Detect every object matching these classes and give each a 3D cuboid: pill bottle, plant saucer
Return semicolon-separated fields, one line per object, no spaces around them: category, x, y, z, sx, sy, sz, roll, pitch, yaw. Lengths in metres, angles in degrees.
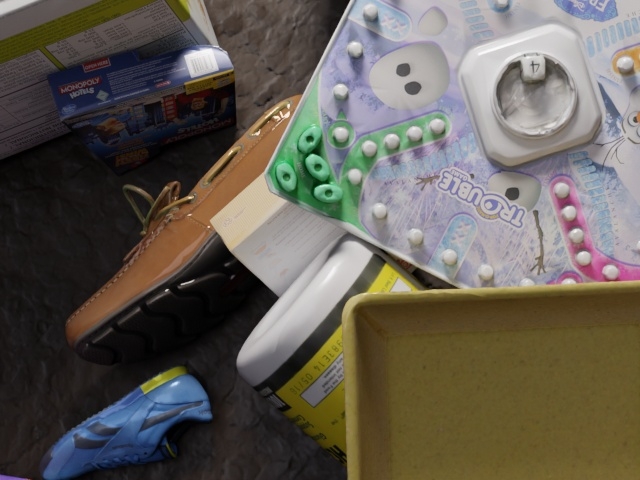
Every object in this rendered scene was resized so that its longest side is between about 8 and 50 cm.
pill bottle;0.095;0.162;1.589;0.334;0.188;0.188;41;92;-4
plant saucer;0.183;0.202;1.465;0.332;0.081;0.333;-2;95;-6

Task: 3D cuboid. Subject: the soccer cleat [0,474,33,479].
soccer cleat;-0.408;0.297;1.770;0.318;0.116;0.109;3;82;27

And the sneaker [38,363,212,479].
sneaker;-0.214;0.222;1.768;0.209;0.069;0.082;-33;76;7

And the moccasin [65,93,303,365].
moccasin;-0.133;-0.012;1.761;0.380;0.139;0.147;-45;57;7

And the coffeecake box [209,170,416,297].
coffeecake box;0.000;0.000;1.690;0.142;0.185;0.068;-42;38;4

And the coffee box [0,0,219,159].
coffee box;-0.341;-0.324;1.772;0.338;0.334;0.338;-21;73;6

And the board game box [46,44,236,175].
board game box;-0.194;-0.146;1.795;0.194;0.194;0.060;-17;73;-8

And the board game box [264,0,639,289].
board game box;0.202;-0.137;1.518;0.390;0.050;0.390;27;91;-4
